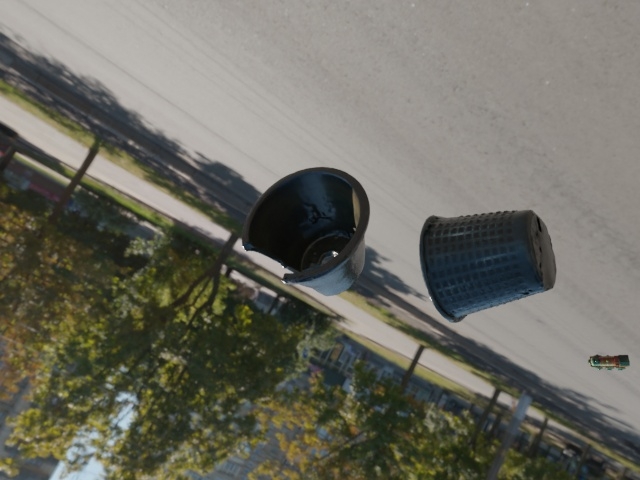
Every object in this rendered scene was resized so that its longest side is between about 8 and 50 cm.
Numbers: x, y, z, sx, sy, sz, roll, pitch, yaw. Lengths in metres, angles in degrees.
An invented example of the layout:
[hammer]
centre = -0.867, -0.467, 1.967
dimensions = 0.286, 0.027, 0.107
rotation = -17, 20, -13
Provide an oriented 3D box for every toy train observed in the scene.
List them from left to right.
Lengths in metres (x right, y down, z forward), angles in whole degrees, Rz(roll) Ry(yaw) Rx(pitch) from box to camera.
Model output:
[toy train]
centre = 0.792, 0.333, 1.498
dimensions = 0.103, 0.044, 0.064
rotation = -6, 162, 25

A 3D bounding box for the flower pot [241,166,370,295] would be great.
[flower pot]
centre = 0.000, 0.000, 1.567
dimensions = 0.379, 0.379, 0.251
rotation = 21, 159, 36

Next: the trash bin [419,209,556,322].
[trash bin]
centre = 0.256, 0.027, 0.820
dimensions = 0.161, 0.176, 0.175
rotation = -16, 142, 36
